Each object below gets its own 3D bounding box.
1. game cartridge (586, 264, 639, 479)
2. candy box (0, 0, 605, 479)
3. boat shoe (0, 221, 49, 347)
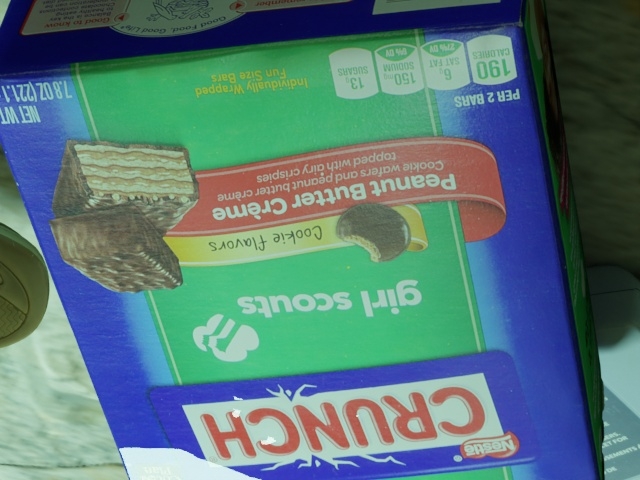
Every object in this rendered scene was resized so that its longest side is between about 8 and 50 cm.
[{"bbox_3d":[0.110,0.117,1.239,0.297,0.062,0.198,-24,126,32],"label":"game cartridge"},{"bbox_3d":[0.000,0.000,1.031,0.268,0.122,0.317,-4,129,14],"label":"candy box"},{"bbox_3d":[-0.298,-0.003,1.149,0.285,0.089,0.104,11,114,-8],"label":"boat shoe"}]
